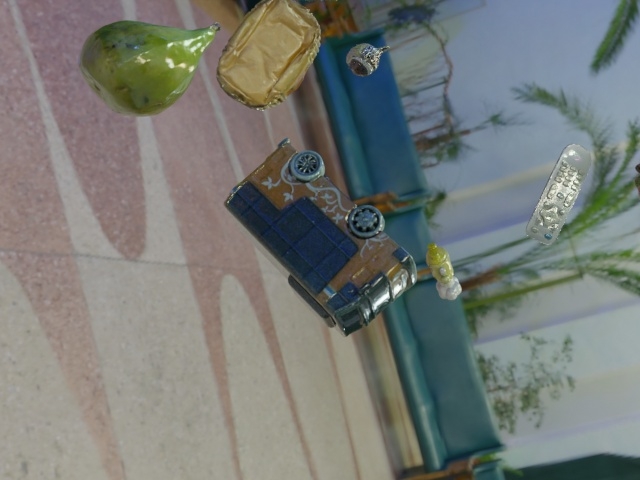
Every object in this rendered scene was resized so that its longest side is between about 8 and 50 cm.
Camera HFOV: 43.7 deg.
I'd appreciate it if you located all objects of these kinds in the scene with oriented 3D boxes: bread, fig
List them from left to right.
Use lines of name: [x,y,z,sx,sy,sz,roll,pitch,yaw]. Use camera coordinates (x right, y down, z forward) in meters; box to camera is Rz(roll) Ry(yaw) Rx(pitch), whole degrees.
fig: [-0.383,-0.417,1.793,0.233,0.314,0.233,51,8,-10]
bread: [-0.084,-0.308,1.328,0.132,0.190,0.114,38,6,-1]

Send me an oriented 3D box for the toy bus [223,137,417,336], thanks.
toy bus: [0.000,0.000,1.190,0.275,0.167,0.138,43,-9,21]

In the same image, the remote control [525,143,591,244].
remote control: [0.518,-0.103,1.740,0.229,0.073,0.044,-65,-172,0]

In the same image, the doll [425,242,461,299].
doll: [0.313,0.083,2.044,0.106,0.062,0.162,-94,160,-57]

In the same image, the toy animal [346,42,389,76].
toy animal: [0.148,-0.550,2.430,0.098,0.137,0.098,-11,90,-89]

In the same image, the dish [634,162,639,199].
dish: [0.739,-0.134,1.592,0.090,0.213,0.213,-51,132,-30]
